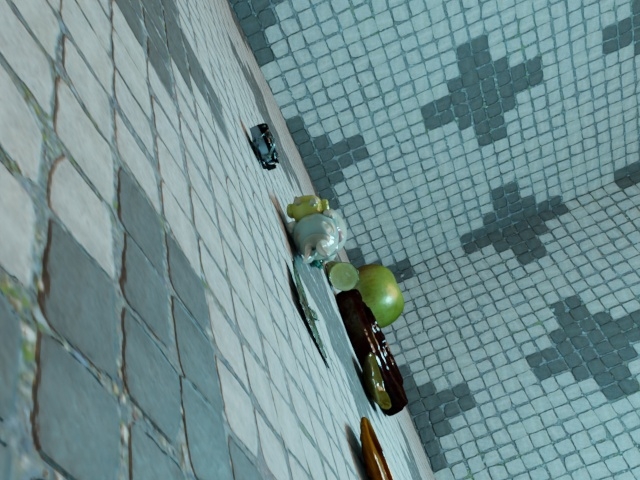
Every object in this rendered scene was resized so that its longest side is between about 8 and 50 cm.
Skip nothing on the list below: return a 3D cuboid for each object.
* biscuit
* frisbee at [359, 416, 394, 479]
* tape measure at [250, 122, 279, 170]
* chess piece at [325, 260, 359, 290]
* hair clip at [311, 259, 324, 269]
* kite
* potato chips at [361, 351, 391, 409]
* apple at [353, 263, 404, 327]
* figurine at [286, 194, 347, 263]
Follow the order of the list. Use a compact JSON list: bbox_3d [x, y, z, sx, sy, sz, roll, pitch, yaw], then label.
[{"bbox_3d":[0.162,0.330,2.265,0.407,0.091,0.407,-23,90,-86],"label":"biscuit"},{"bbox_3d":[0.098,0.399,1.284,0.192,0.035,0.192,-22,90,-86],"label":"frisbee"},{"bbox_3d":[-0.127,-0.217,1.686,0.091,0.054,0.094,-110,-178,-56],"label":"tape measure"},{"bbox_3d":[0.057,0.103,2.291,0.200,0.090,0.090,-167,-126,-82],"label":"chess piece"},{"bbox_3d":[-0.013,0.040,1.849,0.049,0.049,0.173,69,9,23],"label":"hair clip"},{"bbox_3d":[-0.019,0.136,1.395,0.250,0.012,0.229,56,15,-74],"label":"kite"},{"bbox_3d":[0.140,0.374,1.964,0.202,0.049,0.150,62,9,-71],"label":"potato chips"},{"bbox_3d":[0.197,0.204,2.728,0.261,0.194,0.261,-21,90,-87],"label":"apple"},{"bbox_3d":[-0.011,-0.024,1.647,0.235,0.127,0.155,-22,107,-84],"label":"figurine"}]
